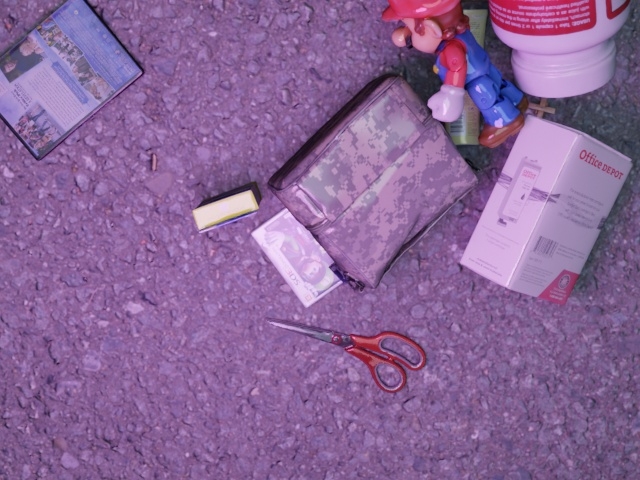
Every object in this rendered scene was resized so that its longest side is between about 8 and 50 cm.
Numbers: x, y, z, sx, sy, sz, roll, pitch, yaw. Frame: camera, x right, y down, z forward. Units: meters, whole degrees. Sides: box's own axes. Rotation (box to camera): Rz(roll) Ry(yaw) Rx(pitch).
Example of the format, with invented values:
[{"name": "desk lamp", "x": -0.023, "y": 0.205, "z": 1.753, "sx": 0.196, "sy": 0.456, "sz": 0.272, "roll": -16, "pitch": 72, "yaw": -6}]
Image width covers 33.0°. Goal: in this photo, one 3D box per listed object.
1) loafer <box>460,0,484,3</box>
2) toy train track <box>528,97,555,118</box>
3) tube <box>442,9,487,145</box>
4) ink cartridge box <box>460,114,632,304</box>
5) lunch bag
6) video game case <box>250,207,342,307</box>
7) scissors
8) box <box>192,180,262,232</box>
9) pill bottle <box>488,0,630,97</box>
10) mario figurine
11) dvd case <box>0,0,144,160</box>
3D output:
[{"name": "loafer", "x": 0.239, "y": -0.440, "z": 1.880, "sx": 0.148, "sy": 0.050, "sz": 0.056, "roll": 1, "pitch": 101, "yaw": 1}, {"name": "toy train track", "x": 0.399, "y": -0.253, "z": 1.929, "sx": 0.048, "sy": 0.014, "sz": 0.083, "roll": 15, "pitch": 92, "yaw": 5}, {"name": "tube", "x": 0.251, "y": -0.286, "z": 1.904, "sx": 0.070, "sy": 0.062, "sz": 0.240, "roll": -5, "pitch": 95, "yaw": -44}, {"name": "ink cartridge box", "x": 0.391, "y": -0.049, "z": 1.858, "sx": 0.207, "sy": 0.117, "sz": 0.283, "roll": 17, "pitch": 100, "yaw": -48}, {"name": "lunch bag", "x": 0.093, "y": -0.094, "z": 1.835, "sx": 0.305, "sy": 0.212, "sz": 0.256, "roll": -45, "pitch": 100, "yaw": -3}, {"name": "video game case", "x": 0.000, "y": 0.000, "z": 1.958, "sx": 0.190, "sy": 0.022, "sz": 0.173, "roll": -36, "pitch": 97, "yaw": 4}, {"name": "scissors", "x": 0.051, "y": 0.177, "z": 1.989, "sx": 0.297, "sy": 0.021, "sz": 0.109, "roll": 30, "pitch": 100, "yaw": -4}, {"name": "box", "x": -0.160, "y": -0.059, "z": 1.869, "sx": 0.109, "sy": 0.178, "sz": 0.042, "roll": -20, "pitch": 98, "yaw": 2}, {"name": "pill bottle", "x": 0.378, "y": -0.449, "z": 1.741, "sx": 0.229, "sy": 0.229, "sz": 0.408, "roll": -13, "pitch": 124, "yaw": 1}, {"name": "mario figurine", "x": 0.201, "y": -0.302, "z": 1.789, "sx": 0.170, "sy": 0.198, "sz": 0.320, "roll": -39, "pitch": 108, "yaw": -2}, {"name": "dvd case", "x": -0.463, "y": -0.287, "z": 1.912, "sx": 0.253, "sy": 0.022, "sz": 0.180, "roll": -39, "pitch": 98, "yaw": 5}]
